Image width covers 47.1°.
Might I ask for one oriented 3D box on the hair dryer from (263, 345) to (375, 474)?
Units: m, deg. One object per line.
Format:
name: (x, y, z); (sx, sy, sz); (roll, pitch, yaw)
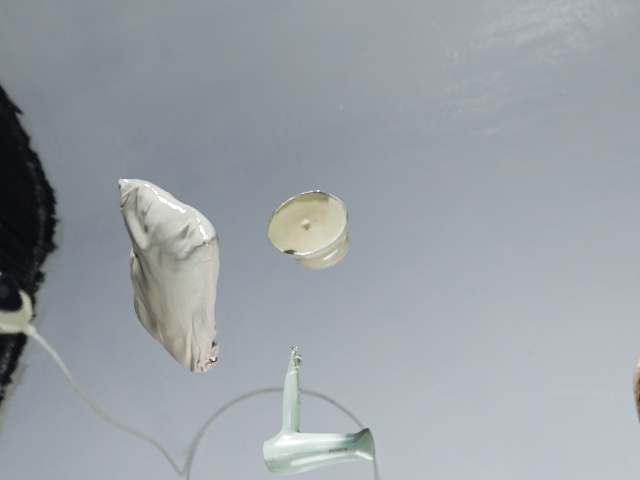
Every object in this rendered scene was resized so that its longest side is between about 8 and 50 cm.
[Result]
hair dryer: (-0.014, 0.315, 1.395); (0.206, 0.075, 0.237); (-10, 77, 5)

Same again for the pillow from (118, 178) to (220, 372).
pillow: (-0.180, 0.046, 0.875); (0.067, 0.270, 0.173); (-30, 56, -31)

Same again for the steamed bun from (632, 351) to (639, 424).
steamed bun: (0.605, 0.266, 1.128); (0.251, 0.199, 0.301); (-21, 73, -30)

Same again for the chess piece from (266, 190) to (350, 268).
chess piece: (0.000, 0.000, 1.447); (0.124, 0.307, 0.139); (39, 87, 15)
